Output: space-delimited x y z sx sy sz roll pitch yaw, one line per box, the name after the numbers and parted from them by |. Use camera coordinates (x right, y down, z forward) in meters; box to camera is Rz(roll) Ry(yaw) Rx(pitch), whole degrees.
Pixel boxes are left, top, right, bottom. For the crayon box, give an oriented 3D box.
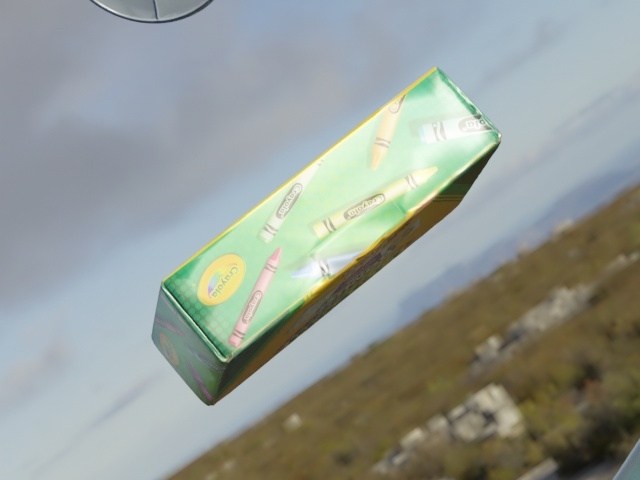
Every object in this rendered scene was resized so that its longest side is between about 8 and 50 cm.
0.000 0.000 1.368 0.278 0.081 0.165 -39 -8 -16 | crayon box

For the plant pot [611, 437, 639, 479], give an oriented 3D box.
0.345 0.229 1.275 0.334 0.341 0.341 -58 5 -16 | plant pot

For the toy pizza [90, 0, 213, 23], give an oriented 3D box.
-0.185 -0.327 1.875 0.201 0.201 0.032 -36 19 24 | toy pizza
